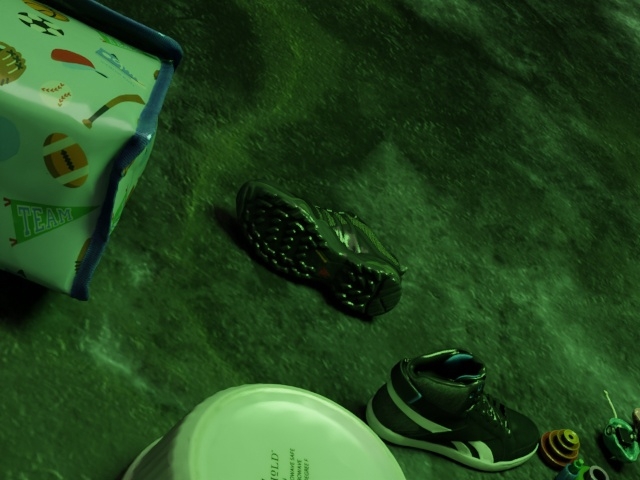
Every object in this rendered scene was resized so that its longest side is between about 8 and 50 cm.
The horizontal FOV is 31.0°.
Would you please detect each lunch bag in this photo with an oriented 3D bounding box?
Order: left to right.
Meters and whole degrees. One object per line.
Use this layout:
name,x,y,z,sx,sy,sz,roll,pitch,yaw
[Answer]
lunch bag,-0.325,-0.159,1.189,0.327,0.239,0.385,24,21,-10

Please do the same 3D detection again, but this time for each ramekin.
ramekin,-0.038,0.247,1.007,0.273,0.127,0.273,20,38,-17

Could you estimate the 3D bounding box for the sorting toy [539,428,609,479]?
sorting toy,0.294,0.254,1.313,0.102,0.042,0.061,43,38,14

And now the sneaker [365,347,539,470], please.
sneaker,0.169,0.179,1.241,0.217,0.121,0.079,13,41,-24

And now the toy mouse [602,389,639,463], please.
toy mouse,0.386,0.244,1.400,0.143,0.031,0.161,47,38,18

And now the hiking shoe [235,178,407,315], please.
hiking shoe,0.000,0.000,1.374,0.227,0.086,0.114,37,23,-4
